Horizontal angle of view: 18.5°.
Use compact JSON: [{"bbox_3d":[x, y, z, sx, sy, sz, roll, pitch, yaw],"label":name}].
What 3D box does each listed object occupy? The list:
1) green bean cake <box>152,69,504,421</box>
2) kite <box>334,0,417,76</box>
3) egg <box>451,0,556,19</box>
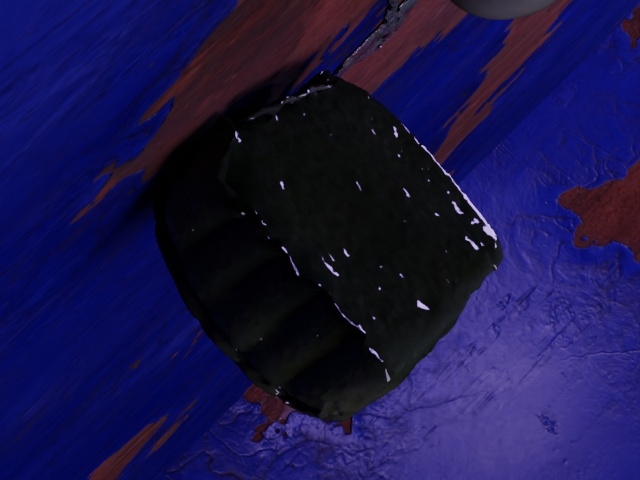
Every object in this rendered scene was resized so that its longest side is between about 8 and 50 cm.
[{"bbox_3d":[0.000,0.000,1.413,0.125,0.222,0.227,-39,-179,34],"label":"green bean cake"},{"bbox_3d":[0.057,-0.178,1.595,0.139,0.011,0.156,-48,175,-6],"label":"kite"},{"bbox_3d":[0.135,-0.216,1.381,0.114,0.114,0.152,-43,174,-31],"label":"egg"}]
